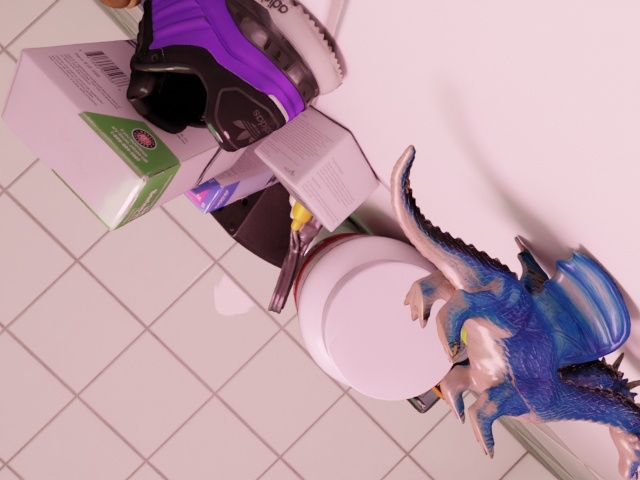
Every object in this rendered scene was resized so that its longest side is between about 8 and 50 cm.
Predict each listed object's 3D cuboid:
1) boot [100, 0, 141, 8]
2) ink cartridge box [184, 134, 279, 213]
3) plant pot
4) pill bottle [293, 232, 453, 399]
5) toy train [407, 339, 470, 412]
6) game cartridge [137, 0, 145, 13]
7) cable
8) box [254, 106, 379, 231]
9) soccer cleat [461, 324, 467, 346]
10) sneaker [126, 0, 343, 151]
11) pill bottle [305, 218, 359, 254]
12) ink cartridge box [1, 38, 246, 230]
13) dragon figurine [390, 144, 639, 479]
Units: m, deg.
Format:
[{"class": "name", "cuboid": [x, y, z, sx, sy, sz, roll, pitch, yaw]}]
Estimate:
[{"class": "boot", "cuboid": [-0.260, -0.313, 0.441, 0.112, 0.115, 0.305, 43, 170, 5]}, {"class": "ink cartridge box", "cuboid": [-0.156, -0.145, 0.696, 0.186, 0.065, 0.311, 44, -151, 5]}, {"class": "plant pot", "cuboid": [-0.110, -0.078, 0.896, 0.188, 0.187, 0.167, 45, -165, 31]}, {"class": "pill bottle", "cuboid": [0.073, 0.104, 0.788, 0.229, 0.229, 0.408, 46, 178, -5]}, {"class": "toy train", "cuboid": [0.185, 0.206, 1.035, 0.334, 0.190, 0.142, 45, 177, 24]}, {"class": "game cartridge", "cuboid": [-0.169, -0.281, 0.656, 0.294, 0.060, 0.196, 46, 174, 3]}, {"class": "cable", "cuboid": [-0.046, -0.014, 0.804, 0.072, 0.287, 0.139, 20, -150, -11]}, {"class": "box", "cuboid": [-0.003, -0.088, 0.576, 0.102, 0.087, 0.101, 45, 177, 40]}, {"class": "soccer cleat", "cuboid": [0.281, 0.189, 0.791, 0.179, 0.060, 0.072, 53, -175, -20]}, {"class": "sneaker", "cuboid": [-0.125, -0.179, 0.432, 0.293, 0.146, 0.102, 44, 177, 32]}, {"class": "pill bottle", "cuboid": [0.000, 0.000, 1.142, 0.161, 0.161, 0.283, 47, 177, -29]}, {"class": "ink cartridge box", "cuboid": [-0.178, -0.125, 0.501, 0.153, 0.087, 0.208, 46, -145, -1]}, {"class": "dragon figurine", "cuboid": [0.146, 0.051, 0.336, 0.085, 0.144, 0.289, -137, 23, -78]}]
